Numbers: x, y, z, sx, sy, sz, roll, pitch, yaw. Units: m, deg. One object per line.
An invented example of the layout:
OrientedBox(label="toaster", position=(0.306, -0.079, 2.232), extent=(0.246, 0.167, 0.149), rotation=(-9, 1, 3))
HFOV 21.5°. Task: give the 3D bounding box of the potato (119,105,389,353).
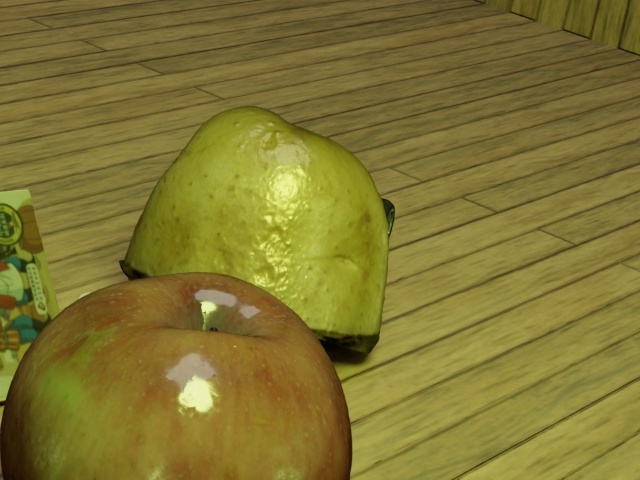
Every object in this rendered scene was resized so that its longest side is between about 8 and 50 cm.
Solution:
OrientedBox(label="potato", position=(-0.052, -0.019, 1.755), extent=(0.285, 0.242, 0.242), rotation=(19, 23, 20))

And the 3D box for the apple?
OrientedBox(label="apple", position=(-0.112, 0.152, 1.329), extent=(0.306, 0.235, 0.305), rotation=(9, 20, -4))

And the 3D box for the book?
OrientedBox(label="book", position=(-0.364, 0.061, 1.543), extent=(0.264, 0.202, 0.027), rotation=(-7, -13, -37))

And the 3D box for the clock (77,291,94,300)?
OrientedBox(label="clock", position=(-0.186, 0.084, 1.727), extent=(0.129, 0.041, 0.087), rotation=(20, 27, 12))

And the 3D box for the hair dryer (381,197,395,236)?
OrientedBox(label="hair dryer", position=(0.000, 0.000, 1.994), extent=(0.124, 0.071, 0.219), rotation=(16, 29, 15))
